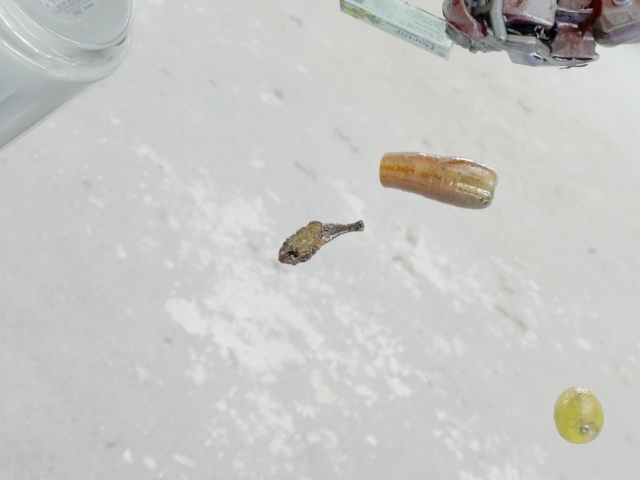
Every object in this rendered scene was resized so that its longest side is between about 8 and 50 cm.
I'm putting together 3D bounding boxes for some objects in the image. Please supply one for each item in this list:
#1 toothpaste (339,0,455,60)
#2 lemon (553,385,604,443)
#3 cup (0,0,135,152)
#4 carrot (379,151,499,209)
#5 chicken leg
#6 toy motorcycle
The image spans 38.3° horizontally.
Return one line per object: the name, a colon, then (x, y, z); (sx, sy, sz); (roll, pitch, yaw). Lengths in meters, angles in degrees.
toothpaste: (0.101, -0.290, 1.200); (0.164, 0.034, 0.046); (26, -7, 7)
lemon: (0.431, 0.289, 1.539); (0.082, 0.082, 0.110); (33, 36, -13)
cup: (-0.422, -0.250, 1.050); (0.323, 0.327, 0.236); (23, 54, -43)
carrot: (0.191, -0.103, 1.504); (0.193, 0.087, 0.087); (14, 25, 16)
chicken leg: (-0.002, -0.003, 1.452); (0.062, 0.145, 0.037); (48, -17, 44)
toy motorcycle: (0.193, -0.193, 0.764); (0.122, 0.213, 0.082); (11, 84, -58)
